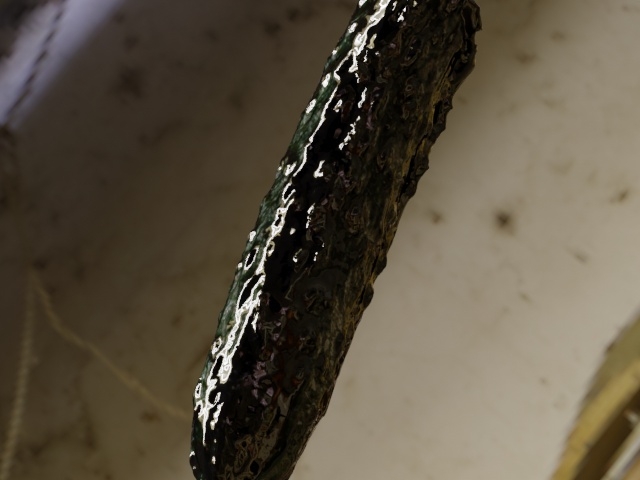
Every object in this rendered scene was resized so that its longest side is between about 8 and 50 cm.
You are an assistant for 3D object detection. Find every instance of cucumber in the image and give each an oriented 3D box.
[{"bbox_3d":[0.000,0.000,1.013,0.072,0.081,0.303,33,-113,-22],"label":"cucumber"}]
